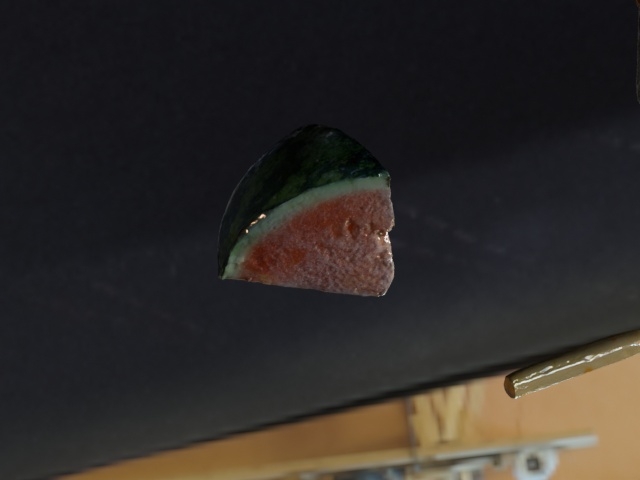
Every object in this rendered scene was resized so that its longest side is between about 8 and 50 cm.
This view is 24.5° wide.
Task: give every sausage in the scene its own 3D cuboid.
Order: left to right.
[{"bbox_3d":[0.213,0.101,1.222,0.132,0.024,0.024,-18,172,-16],"label":"sausage"}]

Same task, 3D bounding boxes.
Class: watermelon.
[{"bbox_3d":[-0.012,-0.010,1.559,0.207,0.202,0.136,-47,174,2],"label":"watermelon"}]

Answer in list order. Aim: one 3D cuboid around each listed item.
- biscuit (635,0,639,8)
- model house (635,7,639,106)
[{"bbox_3d":[0.388,-0.227,0.998,0.359,0.359,0.046,-9,-159,13],"label":"biscuit"},{"bbox_3d":[0.471,-0.240,1.472,0.278,0.218,0.205,6,164,-5],"label":"model house"}]
